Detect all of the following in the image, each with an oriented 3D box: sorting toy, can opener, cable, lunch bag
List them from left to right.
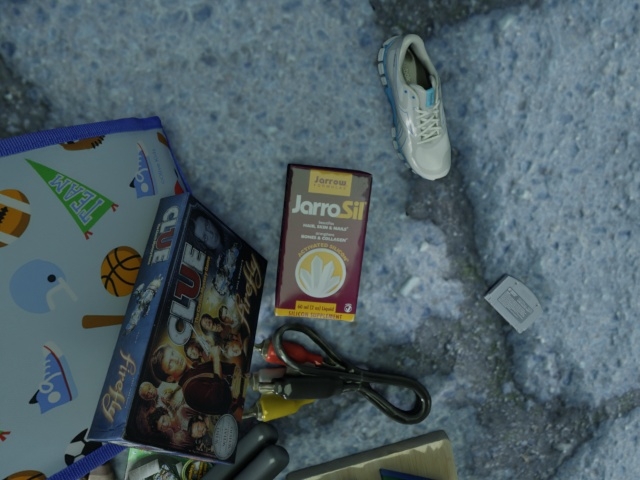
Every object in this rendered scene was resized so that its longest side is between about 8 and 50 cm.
[{"bbox_3d":[-0.297,0.063,0.503,0.385,0.238,0.328,-26,106,-34],"label":"lunch bag"},{"bbox_3d":[-0.148,0.371,0.655,0.280,0.074,0.093,-49,137,6],"label":"can opener"},{"bbox_3d":[0.024,0.192,0.678,0.287,0.072,0.140,9,83,-20],"label":"cable"},{"bbox_3d":[0.103,0.452,0.706,0.255,0.089,0.257,-14,102,-3],"label":"sorting toy"}]

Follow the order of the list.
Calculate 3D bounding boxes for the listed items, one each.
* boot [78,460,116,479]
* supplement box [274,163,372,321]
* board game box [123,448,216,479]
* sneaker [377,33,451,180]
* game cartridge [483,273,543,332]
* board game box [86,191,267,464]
[{"bbox_3d":[-0.347,0.338,0.663,0.118,0.042,0.087,14,107,-2],"label":"boot"},{"bbox_3d":[0.000,0.000,0.609,0.104,0.081,0.188,5,100,-7],"label":"supplement box"},{"bbox_3d":[-0.208,0.321,0.679,0.136,0.030,0.260,13,100,-6],"label":"board game box"},{"bbox_3d":[0.124,-0.163,0.589,0.071,0.083,0.191,-23,104,-3],"label":"sneaker"},{"bbox_3d":[0.285,0.090,0.691,0.083,0.017,0.056,44,98,-12],"label":"game cartridge"},{"bbox_3d":[-0.131,0.095,0.501,0.042,0.244,0.165,-9,148,24],"label":"board game box"}]
